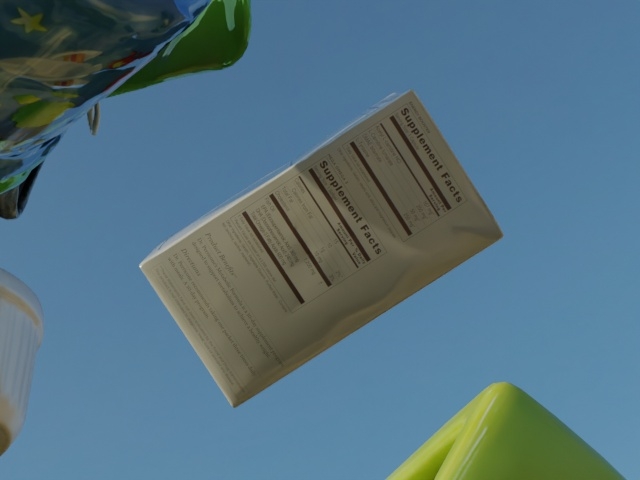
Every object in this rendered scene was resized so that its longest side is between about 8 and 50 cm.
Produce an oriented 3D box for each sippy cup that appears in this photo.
[{"bbox_3d":[-0.180,-0.159,0.577,0.224,0.305,0.240,-17,-72,40],"label":"sippy cup"}]

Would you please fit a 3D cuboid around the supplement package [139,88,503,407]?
[{"bbox_3d":[0.000,0.000,0.831,0.244,0.139,0.134,-33,-83,3],"label":"supplement package"}]

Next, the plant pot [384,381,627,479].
[{"bbox_3d":[0.055,0.225,0.357,0.207,0.227,0.228,35,-36,3],"label":"plant pot"}]

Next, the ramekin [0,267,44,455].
[{"bbox_3d":[-0.381,0.123,0.913,0.272,0.127,0.273,-9,-30,-5],"label":"ramekin"}]

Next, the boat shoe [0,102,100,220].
[{"bbox_3d":[-0.247,-0.141,0.923,0.104,0.306,0.113,13,-45,3],"label":"boat shoe"}]
